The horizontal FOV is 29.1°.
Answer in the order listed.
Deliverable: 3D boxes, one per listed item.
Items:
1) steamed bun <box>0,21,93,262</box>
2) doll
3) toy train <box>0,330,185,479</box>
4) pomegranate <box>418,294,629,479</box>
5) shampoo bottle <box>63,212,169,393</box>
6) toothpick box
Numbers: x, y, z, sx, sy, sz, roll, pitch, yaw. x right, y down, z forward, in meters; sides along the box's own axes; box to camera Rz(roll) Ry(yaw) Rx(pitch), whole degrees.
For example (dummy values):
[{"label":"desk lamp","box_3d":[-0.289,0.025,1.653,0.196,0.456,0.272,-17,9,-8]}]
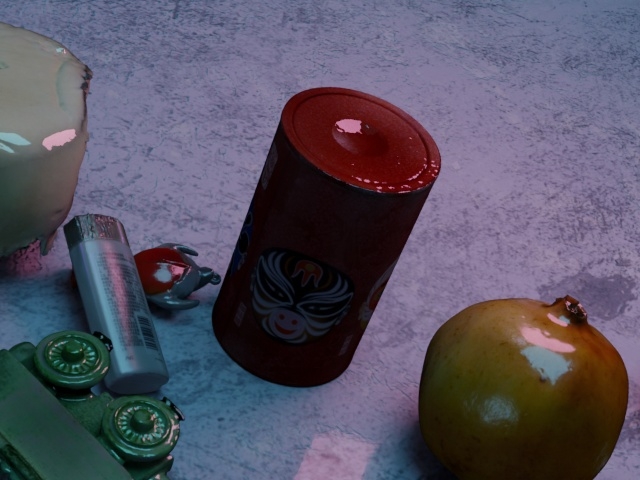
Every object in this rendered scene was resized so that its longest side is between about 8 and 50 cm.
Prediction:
[{"label":"steamed bun","box_3d":[-0.452,-0.124,1.555,0.311,0.233,0.334,14,34,-9]},{"label":"doll","box_3d":[-0.226,0.046,1.604,0.194,0.062,0.104,3,24,-11]},{"label":"toy train","box_3d":[-0.274,0.216,1.307,0.266,0.145,0.202,40,44,22]},{"label":"pomegranate","box_3d":[0.248,0.186,1.512,0.264,0.264,0.264,14,39,-11]},{"label":"shampoo bottle","box_3d":[-0.251,0.076,1.508,0.086,0.056,0.227,13,49,-50]},{"label":"toothpick box","box_3d":[0.000,0.000,1.544,0.204,0.333,0.204,14,38,-12]}]
